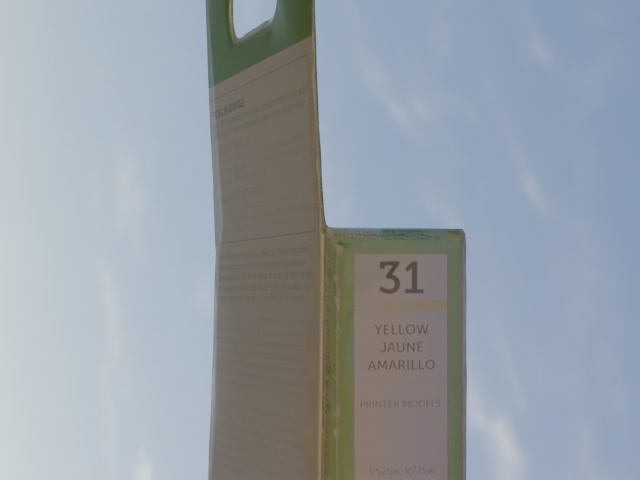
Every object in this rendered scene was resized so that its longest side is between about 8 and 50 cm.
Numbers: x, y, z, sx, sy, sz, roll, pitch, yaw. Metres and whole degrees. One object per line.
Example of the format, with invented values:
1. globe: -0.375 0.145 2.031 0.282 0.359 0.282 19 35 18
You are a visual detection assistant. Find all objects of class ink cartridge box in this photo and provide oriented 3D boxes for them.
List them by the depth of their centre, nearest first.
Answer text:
1. ink cartridge box: 0.000 0.000 0.681 0.171 0.056 0.235 173 -82 -75
